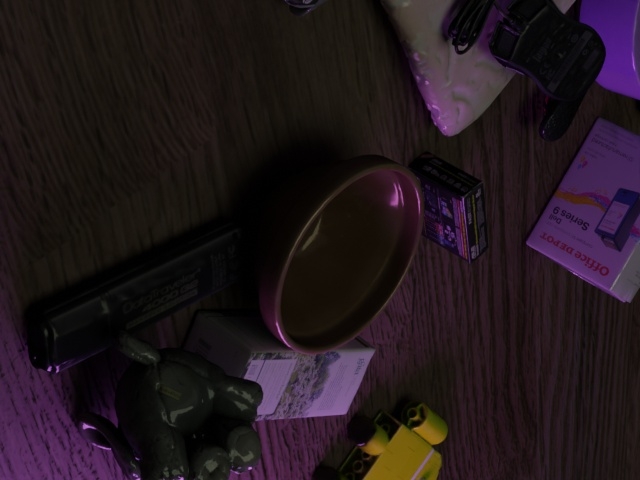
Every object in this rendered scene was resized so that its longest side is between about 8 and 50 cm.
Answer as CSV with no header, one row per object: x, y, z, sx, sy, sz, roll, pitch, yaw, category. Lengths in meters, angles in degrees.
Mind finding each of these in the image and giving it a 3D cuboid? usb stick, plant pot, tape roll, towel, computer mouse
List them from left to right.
-0.184,0.055,1.618,0.278,0.045,0.077,-27,129,-37,usb stick
0.000,0.000,1.745,0.237,0.109,0.237,-31,137,-34,plant pot
0.196,-0.323,1.787,0.317,0.053,0.332,-50,145,-12,towel
0.256,-0.275,1.808,0.262,0.060,0.184,17,107,-44,computer mouse
0.460,-0.318,2.054,0.274,0.090,0.275,-24,125,-39,tape roll

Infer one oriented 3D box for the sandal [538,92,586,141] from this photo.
0.326,-0.200,2.068,0.179,0.040,0.067,-56,155,-29,sandal

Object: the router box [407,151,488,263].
0.159,-0.041,1.929,0.038,0.092,0.122,-40,143,-24,router box

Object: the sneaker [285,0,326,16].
-0.020,-0.304,1.504,0.132,0.086,0.229,-41,144,-19,sneaker

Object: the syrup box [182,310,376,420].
-0.051,0.144,1.808,0.237,0.096,0.093,3,116,-53,syrup box

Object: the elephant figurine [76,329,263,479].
-0.175,0.205,1.668,0.169,0.239,0.186,5,78,-26,elephant figurine

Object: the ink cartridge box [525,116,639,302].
0.414,-0.042,2.191,0.093,0.154,0.212,23,98,-56,ink cartridge box

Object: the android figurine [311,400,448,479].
0.087,0.340,2.178,0.248,0.056,0.273,-53,144,-7,android figurine
